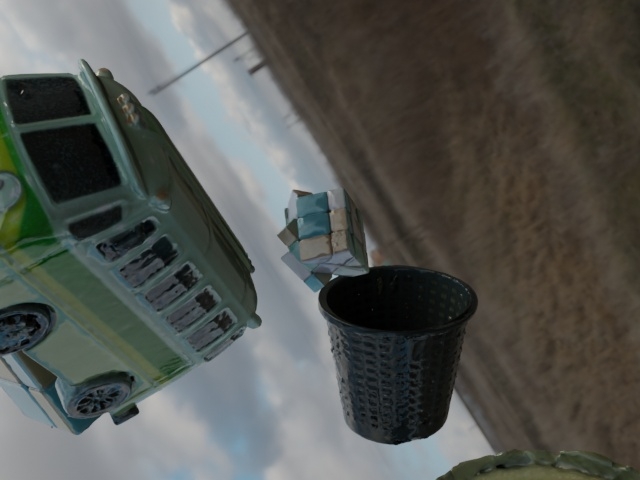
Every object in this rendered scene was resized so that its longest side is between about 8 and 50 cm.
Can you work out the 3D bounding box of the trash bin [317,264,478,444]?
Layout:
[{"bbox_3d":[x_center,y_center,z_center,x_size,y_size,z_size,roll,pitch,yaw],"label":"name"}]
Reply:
[{"bbox_3d":[0.086,0.131,1.159,0.175,0.175,0.161,-116,22,-65],"label":"trash bin"}]

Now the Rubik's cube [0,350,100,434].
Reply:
[{"bbox_3d":[-0.254,0.039,1.023,0.224,0.265,0.213,-2,126,52],"label":"Rubik's cube"}]

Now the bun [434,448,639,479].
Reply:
[{"bbox_3d":[0.172,0.278,0.754,0.259,0.259,0.152,-118,15,-58],"label":"bun"}]

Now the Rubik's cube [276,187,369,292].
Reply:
[{"bbox_3d":[0.000,0.001,0.904,0.084,0.073,0.075,64,-161,-49],"label":"Rubik's cube"}]

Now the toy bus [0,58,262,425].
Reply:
[{"bbox_3d":[-0.149,0.002,0.683,0.134,0.164,0.276,61,178,28],"label":"toy bus"}]
